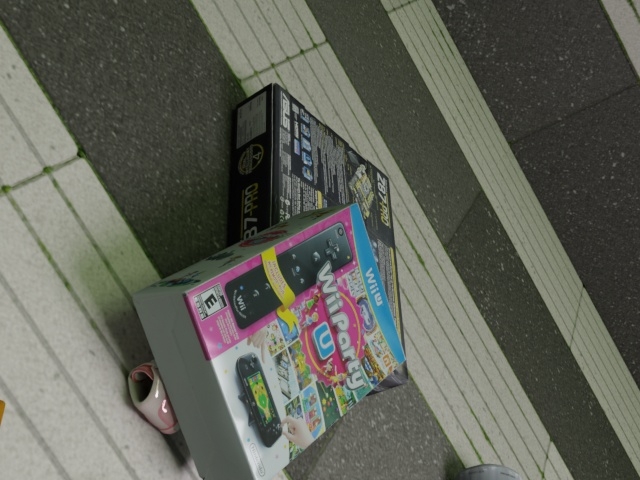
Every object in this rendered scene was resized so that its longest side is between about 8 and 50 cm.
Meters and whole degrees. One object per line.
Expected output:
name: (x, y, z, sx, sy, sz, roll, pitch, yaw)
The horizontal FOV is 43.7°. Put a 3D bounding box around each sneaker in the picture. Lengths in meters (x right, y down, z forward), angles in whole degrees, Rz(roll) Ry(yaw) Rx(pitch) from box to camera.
sneaker: (-0.171, 0.140, 0.891, 0.070, 0.051, 0.134, 47, 39, -36)

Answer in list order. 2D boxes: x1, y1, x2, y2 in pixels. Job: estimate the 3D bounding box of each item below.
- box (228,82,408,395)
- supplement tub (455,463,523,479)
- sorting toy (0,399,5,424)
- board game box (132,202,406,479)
box: (0.000, 0.000, 1.216, 0.318, 0.097, 0.395, 31, 44, -41)
supplement tub: (0.273, 0.468, 1.278, 0.117, 0.117, 0.190, 43, 36, -32)
sorting toy: (-0.298, 0.242, 0.568, 0.196, 0.047, 0.348, 27, 26, -12)
board game box: (-0.043, 0.106, 0.932, 0.303, 0.097, 0.224, -30, 106, -49)
